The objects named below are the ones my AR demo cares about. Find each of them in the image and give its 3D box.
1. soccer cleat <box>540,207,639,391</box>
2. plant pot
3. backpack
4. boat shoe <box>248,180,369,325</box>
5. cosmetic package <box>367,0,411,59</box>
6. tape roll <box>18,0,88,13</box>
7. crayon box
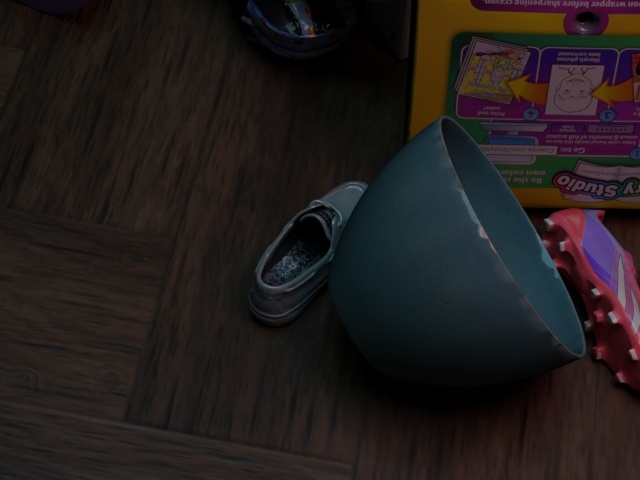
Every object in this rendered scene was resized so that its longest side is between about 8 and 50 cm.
[{"bbox_3d":[0.335,0.059,1.607,0.095,0.083,0.248,-12,53,-20],"label":"soccer cleat"},{"bbox_3d":[0.123,0.040,1.503,0.195,0.290,0.290,-31,55,16],"label":"plant pot"},{"bbox_3d":[-0.025,-0.301,1.812,0.158,0.117,0.173,-20,57,-20],"label":"backpack"},{"bbox_3d":[-0.001,0.000,1.611,0.079,0.081,0.227,30,56,16],"label":"boat shoe"},{"bbox_3d":[0.157,-0.358,1.852,0.183,0.151,0.151,-18,56,-19],"label":"cosmetic package"},{"bbox_3d":[-0.352,-0.386,1.797,0.189,0.189,0.080,22,53,10],"label":"tape roll"},{"bbox_3d":[0.280,-0.180,1.609,0.362,0.313,0.106,1,45,0],"label":"crayon box"}]
